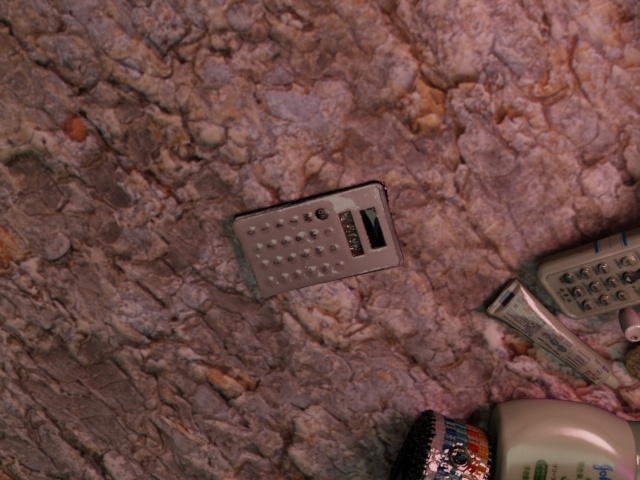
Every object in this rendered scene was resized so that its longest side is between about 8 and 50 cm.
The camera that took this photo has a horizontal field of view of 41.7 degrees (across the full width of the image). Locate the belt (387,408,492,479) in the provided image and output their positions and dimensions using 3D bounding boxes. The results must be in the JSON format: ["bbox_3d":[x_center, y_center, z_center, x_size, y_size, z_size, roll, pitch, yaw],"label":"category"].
[{"bbox_3d":[0.199,0.434,1.477,0.150,0.207,0.258,21,108,-2],"label":"belt"}]

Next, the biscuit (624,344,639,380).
[{"bbox_3d":[0.579,0.216,1.395,0.152,0.020,0.152,21,154,11],"label":"biscuit"}]

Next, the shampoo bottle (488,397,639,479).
[{"bbox_3d":[0.471,0.380,1.457,0.349,0.151,0.222,4,114,3],"label":"shampoo bottle"}]

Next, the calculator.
[{"bbox_3d":[0.000,0.000,1.387,0.261,0.021,0.161,-14,114,12],"label":"calculator"}]

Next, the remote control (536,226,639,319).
[{"bbox_3d":[0.503,0.030,1.282,0.335,0.066,0.128,-22,118,37],"label":"remote control"}]

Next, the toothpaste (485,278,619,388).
[{"bbox_3d":[0.402,0.169,1.419,0.268,0.047,0.069,37,132,-10],"label":"toothpaste"}]

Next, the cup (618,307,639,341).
[{"bbox_3d":[0.622,0.117,1.303,0.299,0.173,0.168,-11,115,10],"label":"cup"}]
